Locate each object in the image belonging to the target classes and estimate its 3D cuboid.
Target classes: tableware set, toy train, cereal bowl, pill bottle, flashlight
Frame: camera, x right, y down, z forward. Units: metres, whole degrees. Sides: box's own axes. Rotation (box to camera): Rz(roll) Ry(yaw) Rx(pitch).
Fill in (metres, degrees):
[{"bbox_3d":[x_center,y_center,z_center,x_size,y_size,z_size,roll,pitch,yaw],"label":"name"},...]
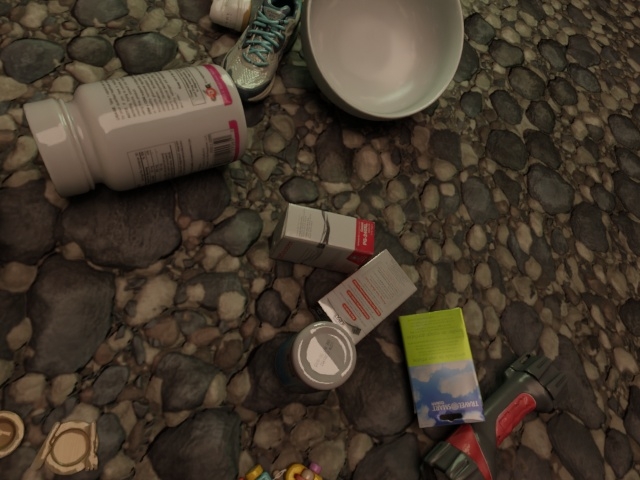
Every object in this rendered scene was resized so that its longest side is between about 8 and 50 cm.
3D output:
[{"bbox_3d":[-0.367,0.287,0.520,0.168,0.020,0.141,14,65,-13],"label":"tableware set"},{"bbox_3d":[-0.043,0.372,0.583,0.166,0.046,0.125,11,65,-15],"label":"toy train"},{"bbox_3d":[0.113,-0.412,0.874,0.338,0.141,0.339,-2,98,-17],"label":"cereal bowl"},{"bbox_3d":[-0.272,-0.169,0.661,0.283,0.160,0.160,-21,77,-26],"label":"pill bottle"},{"bbox_3d":[-0.016,0.172,0.610,0.087,0.160,0.087,7,67,-17],"label":"pill bottle"},{"bbox_3d":[0.300,0.309,0.701,0.304,0.103,0.103,-26,105,-27],"label":"flashlight"}]

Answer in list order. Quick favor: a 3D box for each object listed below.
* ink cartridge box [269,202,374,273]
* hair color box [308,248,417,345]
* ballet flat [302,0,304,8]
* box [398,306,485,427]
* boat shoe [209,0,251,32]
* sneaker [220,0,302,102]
[{"bbox_3d":[0.000,0.000,0.715,0.150,0.109,0.063,12,66,-14],"label":"ink cartridge box"},{"bbox_3d":[0.074,0.100,0.733,0.167,0.053,0.093,-34,84,-29],"label":"hair color box"},{"bbox_3d":[0.055,-0.491,0.969,0.232,0.080,0.073,10,38,-18],"label":"ballet flat"},{"bbox_3d":[0.198,0.209,0.712,0.109,0.042,0.178,-10,70,9],"label":"box"},{"bbox_3d":[-0.198,-0.565,0.885,0.096,0.098,0.277,1,70,-20],"label":"boat shoe"},{"bbox_3d":[-0.113,-0.396,0.831,0.110,0.122,0.283,23,63,-9],"label":"sneaker"}]
